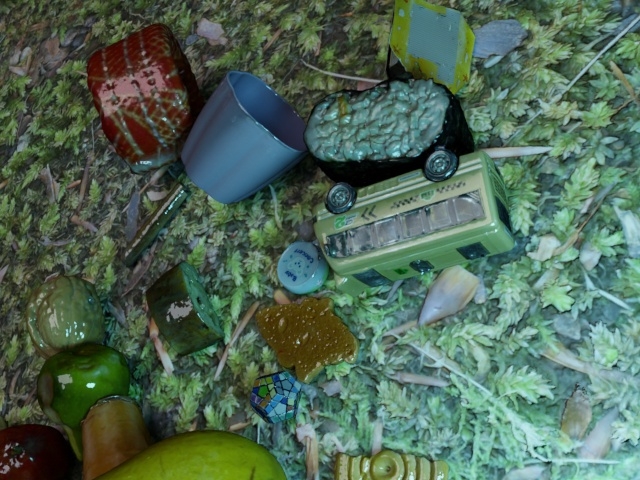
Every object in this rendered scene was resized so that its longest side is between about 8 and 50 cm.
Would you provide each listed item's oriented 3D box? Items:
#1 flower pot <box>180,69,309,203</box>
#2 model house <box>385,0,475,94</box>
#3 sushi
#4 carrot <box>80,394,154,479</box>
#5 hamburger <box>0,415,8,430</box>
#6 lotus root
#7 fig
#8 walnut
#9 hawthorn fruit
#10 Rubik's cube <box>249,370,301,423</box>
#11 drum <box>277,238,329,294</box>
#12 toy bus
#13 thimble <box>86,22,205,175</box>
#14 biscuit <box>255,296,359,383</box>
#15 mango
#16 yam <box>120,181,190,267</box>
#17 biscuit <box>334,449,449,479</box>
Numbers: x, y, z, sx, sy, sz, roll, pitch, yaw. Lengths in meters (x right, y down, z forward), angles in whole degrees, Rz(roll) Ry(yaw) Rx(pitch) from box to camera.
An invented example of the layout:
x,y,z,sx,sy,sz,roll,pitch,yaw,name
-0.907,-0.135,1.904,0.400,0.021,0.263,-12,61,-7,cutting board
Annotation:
x,y,z,sx,sy,sz,roll,pitch,yaw,name
-0.183,-0.221,1.630,0.243,0.265,0.265,-46,50,23,flower pot
0.215,-0.404,1.536,0.136,0.208,0.219,157,122,-65,model house
0.138,-0.219,1.453,0.350,0.171,0.210,-7,68,30,sushi
-0.435,0.484,1.482,0.196,0.196,0.254,-44,47,7,carrot
-0.885,0.606,1.744,0.309,0.132,0.211,-47,49,3,hamburger
-0.321,0.151,1.608,0.119,0.138,0.234,-34,48,3,lotus root
-0.546,0.385,1.619,0.206,0.206,0.274,10,107,36,fig
-0.640,0.197,1.745,0.198,0.198,0.244,-26,56,21,walnut
-0.686,0.504,1.601,0.190,0.251,0.189,3,53,-4,hawthorn fruit
-0.089,0.313,1.392,0.093,0.111,0.111,-55,45,36,Rubik's cube
0.011,0.013,1.500,0.253,0.049,0.130,-44,51,7,drum
0.174,-0.031,1.337,0.366,0.177,0.201,-17,65,24,toy bus
-0.429,-0.355,1.775,0.231,0.350,0.350,-21,57,4,thimble
-0.032,0.198,1.445,0.280,0.043,0.183,12,71,41,biscuit
-0.277,0.499,1.257,0.446,0.220,0.301,-4,54,-9,mango
-0.435,-0.040,1.816,0.264,0.046,0.046,-51,51,0,yam
0.114,0.448,1.236,0.224,0.033,0.144,-4,66,32,biscuit
